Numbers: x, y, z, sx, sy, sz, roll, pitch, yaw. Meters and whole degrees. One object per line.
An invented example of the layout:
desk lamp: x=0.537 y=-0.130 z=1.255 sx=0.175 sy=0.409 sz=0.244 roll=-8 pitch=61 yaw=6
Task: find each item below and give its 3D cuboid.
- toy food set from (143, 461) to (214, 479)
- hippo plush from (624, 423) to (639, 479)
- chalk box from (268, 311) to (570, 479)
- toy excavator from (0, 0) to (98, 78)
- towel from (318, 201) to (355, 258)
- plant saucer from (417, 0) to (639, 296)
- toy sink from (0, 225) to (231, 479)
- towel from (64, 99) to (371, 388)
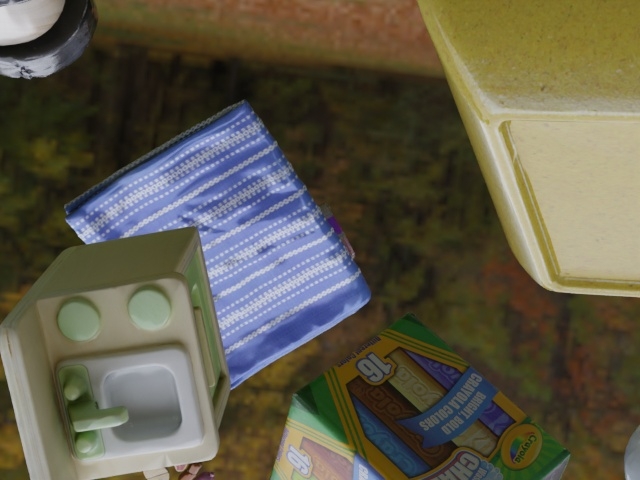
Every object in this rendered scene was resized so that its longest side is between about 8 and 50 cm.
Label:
toy food set: x=-0.169 y=0.284 z=1.843 sx=0.078 sy=0.122 sz=0.019 roll=-13 pitch=-136 yaw=2
hippo plush: x=0.351 y=0.170 z=1.186 sx=0.236 sy=0.294 sz=0.234 roll=-23 pitch=-144 yaw=10
chalk box: x=0.116 y=0.252 z=1.527 sx=0.179 sy=0.180 sz=0.289 roll=-31 pitch=-118 yaw=-33
toy excavator: x=-0.379 y=-0.336 z=1.039 sx=0.445 sy=0.433 sz=0.222 roll=1 pitch=171 yaw=-4
towel: x=0.000 y=0.000 z=1.866 sx=0.060 sy=0.083 sz=0.009 roll=-28 pitch=-160 yaw=2
plant saucer: x=0.245 y=-0.047 z=0.985 sx=0.332 sy=0.081 sz=0.333 roll=3 pitch=151 yaw=21
toy sink: x=-0.150 y=0.095 z=1.207 sx=0.131 sy=0.153 sz=0.234 roll=-10 pitch=-168 yaw=6
towel: x=-0.107 y=0.021 z=1.741 sx=0.243 sy=0.336 sz=0.040 roll=-31 pitch=-142 yaw=4
